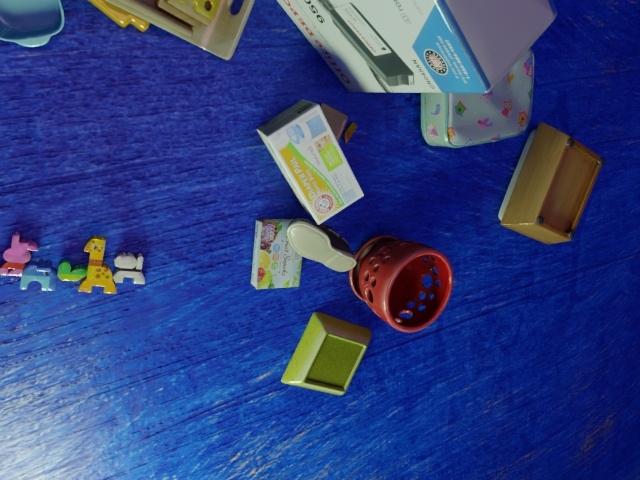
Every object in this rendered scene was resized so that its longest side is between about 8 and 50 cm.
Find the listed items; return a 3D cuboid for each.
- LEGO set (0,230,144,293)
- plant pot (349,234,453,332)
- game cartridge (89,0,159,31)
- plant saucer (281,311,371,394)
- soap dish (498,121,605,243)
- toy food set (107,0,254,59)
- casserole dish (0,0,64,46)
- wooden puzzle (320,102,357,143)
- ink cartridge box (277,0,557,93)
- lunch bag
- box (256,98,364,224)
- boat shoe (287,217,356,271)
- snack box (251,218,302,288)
[{"bbox_3d":[-0.399,0.029,0.733,0.227,0.087,0.093,8,102,-31],"label":"LEGO set"},{"bbox_3d":[0.174,0.087,1.006,0.191,0.174,0.191,-8,108,-26],"label":"plant pot"},{"bbox_3d":[-0.299,-0.524,0.645,0.285,0.052,0.324,36,89,-31],"label":"game cartridge"},{"bbox_3d":[0.028,0.284,1.063,0.188,0.045,0.188,24,93,-32],"label":"plant saucer"},{"bbox_3d":[0.636,-0.145,1.217,0.229,0.118,0.291,17,96,-31],"label":"soap dish"},{"bbox_3d":[-0.200,-0.412,0.624,0.306,0.092,0.220,2,118,-58],"label":"toy food set"},{"bbox_3d":[-0.425,-0.365,0.601,0.114,0.037,0.188,-12,126,-7],"label":"casserole dish"},{"bbox_3d":[0.019,-0.237,0.919,0.116,0.014,0.079,26,88,-31],"label":"wooden puzzle"},{"bbox_3d":[0.108,-0.392,0.699,0.166,0.395,0.285,-49,121,-4],"label":"ink cartridge box"},{"bbox_3d":[0.360,-0.337,1.017,0.279,0.108,0.224,-16,109,-24],"label":"lunch bag"},{"bbox_3d":[-0.018,-0.151,0.862,0.114,0.103,0.203,-34,118,-4],"label":"box"},{"bbox_3d":[0.000,0.000,0.937,0.075,0.065,0.206,-32,138,24],"label":"boat shoe"},{"bbox_3d":[-0.088,0.027,0.927,0.100,0.037,0.141,-1,105,-30],"label":"snack box"}]
